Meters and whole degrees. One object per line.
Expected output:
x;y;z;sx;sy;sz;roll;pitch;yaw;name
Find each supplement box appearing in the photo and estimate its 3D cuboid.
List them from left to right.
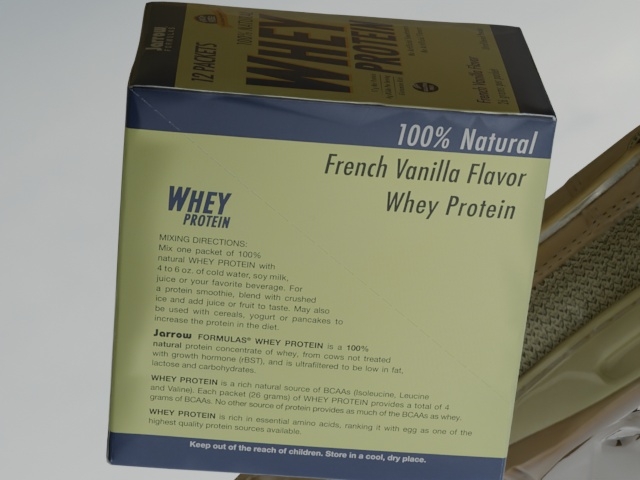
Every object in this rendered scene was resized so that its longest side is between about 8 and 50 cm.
0.000;0.000;0.385;0.083;0.083;0.056;4;-156;-3;supplement box

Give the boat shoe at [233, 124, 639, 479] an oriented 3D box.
0.048;0.057;0.615;0.109;0.098;0.302;15;139;-40;boat shoe
